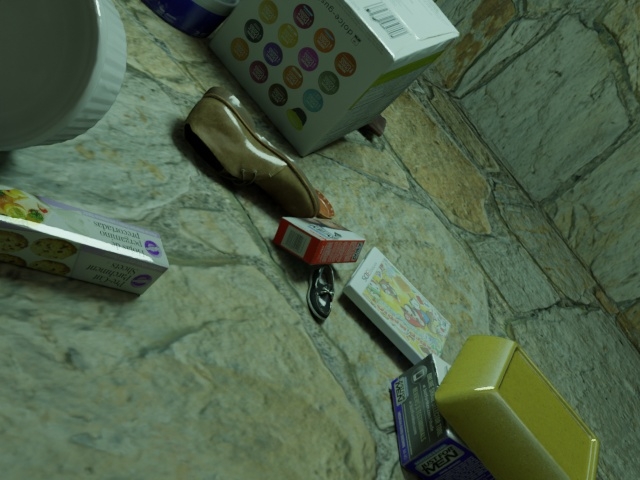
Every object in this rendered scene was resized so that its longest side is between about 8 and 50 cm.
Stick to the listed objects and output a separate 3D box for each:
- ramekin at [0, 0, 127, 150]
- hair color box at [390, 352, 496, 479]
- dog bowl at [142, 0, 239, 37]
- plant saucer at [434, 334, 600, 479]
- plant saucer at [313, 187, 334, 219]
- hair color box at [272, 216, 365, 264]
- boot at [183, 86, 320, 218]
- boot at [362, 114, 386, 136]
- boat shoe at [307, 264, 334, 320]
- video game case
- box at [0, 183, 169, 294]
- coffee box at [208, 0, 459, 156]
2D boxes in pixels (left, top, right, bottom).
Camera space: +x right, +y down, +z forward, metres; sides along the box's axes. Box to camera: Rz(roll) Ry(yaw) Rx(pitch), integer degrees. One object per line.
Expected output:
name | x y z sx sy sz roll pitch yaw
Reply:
ramekin | -0.373 -0.242 1.083 0.273 0.273 0.127 52 12 9
hair color box | 0.277 0.359 1.457 0.339 0.110 0.185 38 27 -26
dog bowl | -0.310 -0.576 1.876 0.265 0.104 0.265 38 25 -22
plant saucer | 0.356 0.314 1.432 0.333 0.081 0.333 50 23 4
plant saucer | -0.005 -0.075 1.749 0.083 0.013 0.083 37 26 -22
hair color box | 0.000 0.000 1.555 0.093 0.053 0.167 30 13 26
boot | -0.128 -0.129 1.558 0.305 0.112 0.115 46 53 -17
boot | 0.093 -0.352 2.241 0.207 0.090 0.248 42 21 -9
boat shoe | 0.006 0.088 1.486 0.046 0.038 0.125 39 25 -21
video game case | 0.152 0.131 1.638 0.227 0.026 0.206 46 26 -3
box | -0.329 -0.007 1.024 0.324 0.067 0.063 21 36 -48
coffee box | 0.031 -0.447 1.905 0.337 0.334 0.338 51 38 4
